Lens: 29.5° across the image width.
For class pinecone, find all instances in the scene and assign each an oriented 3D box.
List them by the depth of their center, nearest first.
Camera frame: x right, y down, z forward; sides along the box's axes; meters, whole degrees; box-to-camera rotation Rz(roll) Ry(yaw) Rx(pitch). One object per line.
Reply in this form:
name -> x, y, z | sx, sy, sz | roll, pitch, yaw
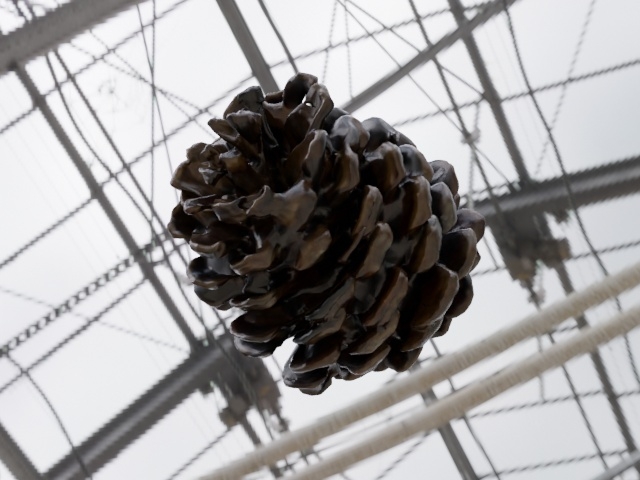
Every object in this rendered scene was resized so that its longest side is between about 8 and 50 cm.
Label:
pinecone -> 0.000, 0.000, 0.953 | 0.272, 0.224, 0.224 | 32, -73, -38
